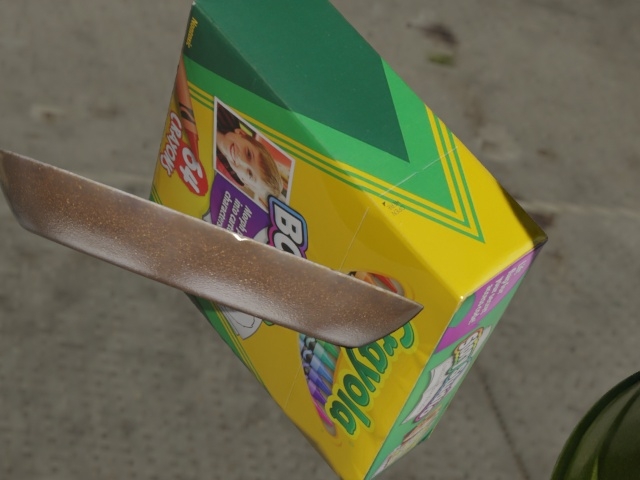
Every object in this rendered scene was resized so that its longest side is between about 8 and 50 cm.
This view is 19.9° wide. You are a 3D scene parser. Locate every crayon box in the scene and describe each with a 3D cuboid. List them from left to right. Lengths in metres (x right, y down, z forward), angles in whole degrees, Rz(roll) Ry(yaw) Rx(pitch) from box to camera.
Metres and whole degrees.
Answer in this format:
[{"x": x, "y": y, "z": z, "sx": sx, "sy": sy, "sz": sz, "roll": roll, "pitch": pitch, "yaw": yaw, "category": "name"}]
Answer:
[{"x": 0.000, "y": 0.000, "z": 1.499, "sx": 0.106, "sy": 0.363, "sz": 0.313, "roll": -31, "pitch": 71, "yaw": -27, "category": "crayon box"}]

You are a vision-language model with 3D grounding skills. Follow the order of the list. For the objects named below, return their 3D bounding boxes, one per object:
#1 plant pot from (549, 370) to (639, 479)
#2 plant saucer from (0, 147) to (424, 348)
[{"x": 0.394, "y": 0.203, "z": 1.312, "sx": 0.366, "sy": 0.353, "sz": 0.366, "roll": 6, "pitch": 68, "yaw": -14, "category": "plant pot"}, {"x": -0.082, "y": 0.011, "z": 1.233, "sx": 0.311, "sy": 0.050, "sz": 0.310, "roll": 20, "pitch": -3, "yaw": 1, "category": "plant saucer"}]
